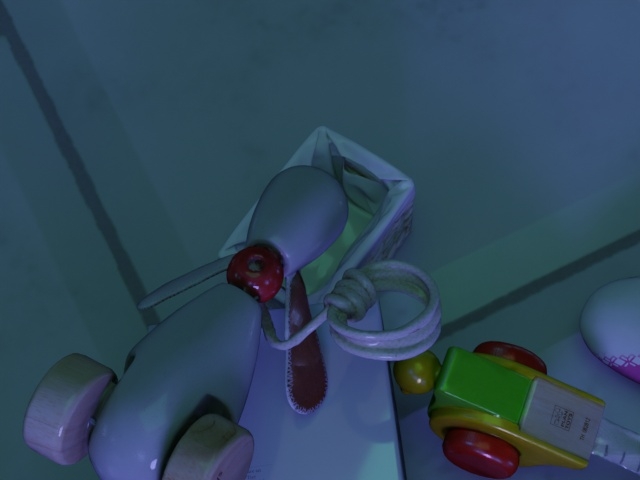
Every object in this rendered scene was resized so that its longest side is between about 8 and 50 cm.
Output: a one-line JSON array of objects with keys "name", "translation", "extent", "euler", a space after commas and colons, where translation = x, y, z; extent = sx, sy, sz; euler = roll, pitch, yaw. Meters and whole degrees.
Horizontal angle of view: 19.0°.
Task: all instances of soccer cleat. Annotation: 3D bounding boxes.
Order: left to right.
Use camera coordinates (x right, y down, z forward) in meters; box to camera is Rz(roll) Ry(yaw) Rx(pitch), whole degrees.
[{"name": "soccer cleat", "translation": [0.392, 0.088, 1.671], "extent": [0.331, 0.143, 0.116], "euler": [16, 68, 12]}]

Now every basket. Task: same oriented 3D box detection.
[{"name": "basket", "translation": [0.000, 0.000, 1.764], "extent": [0.113, 0.103, 0.167], "euler": [33, 72, 17]}]

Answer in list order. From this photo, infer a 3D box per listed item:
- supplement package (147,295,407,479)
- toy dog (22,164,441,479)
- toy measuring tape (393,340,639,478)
[{"name": "supplement package", "translation": [-0.026, 0.213, 1.619], "extent": [0.199, 0.198, 0.262], "euler": [-8, 66, 2]}, {"name": "toy dog", "translation": [-0.080, 0.103, 1.506], "extent": [0.334, 0.161, 0.220], "euler": [-32, 63, -25]}, {"name": "toy measuring tape", "translation": [0.209, 0.175, 1.690], "extent": [0.330, 0.121, 0.121], "euler": [24, 68, -10]}]
